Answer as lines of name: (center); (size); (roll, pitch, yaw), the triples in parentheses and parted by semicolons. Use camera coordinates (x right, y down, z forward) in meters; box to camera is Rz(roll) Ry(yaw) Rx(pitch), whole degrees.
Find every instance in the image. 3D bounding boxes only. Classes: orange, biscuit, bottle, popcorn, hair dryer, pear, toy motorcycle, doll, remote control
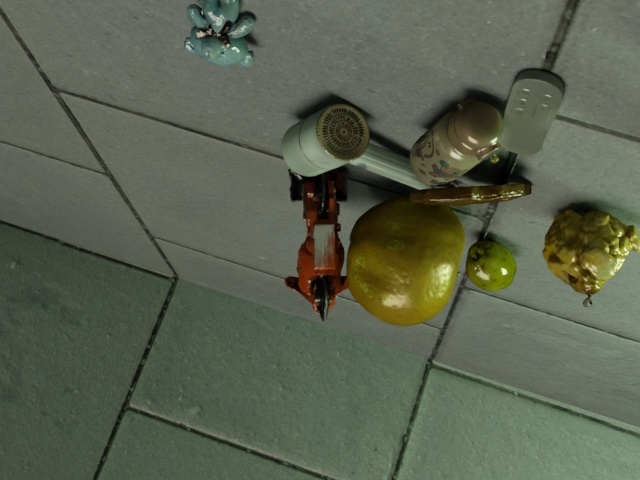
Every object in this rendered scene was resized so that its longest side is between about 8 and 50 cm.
orange: (0.170, 0.038, 1.854); (0.235, 0.279, 0.279); (17, 163, 9)
biscuit: (0.279, -0.081, 1.628); (0.215, 0.034, 0.182); (-4, -177, -9)
bottle: (0.228, -0.154, 1.479); (0.110, 0.097, 0.209); (60, 161, 3)
popcorn: (0.489, 0.010, 1.660); (0.140, 0.163, 0.194); (41, -167, -6)
hair dryer: (0.114, -0.140, 1.695); (0.357, 0.107, 0.173); (20, 167, -22)
pear: (0.368, 0.055, 1.967); (0.131, 0.107, 0.107); (27, 162, -33)
toy motorcycle: (0.000, 0.000, 1.898); (0.148, 0.325, 0.221); (0, -178, -6)
doll: (-0.162, -0.328, 1.425); (0.120, 0.075, 0.180); (16, 163, 0)
remote control: (0.323, -0.193, 1.400); (0.077, 0.022, 0.245); (19, 163, 9)
